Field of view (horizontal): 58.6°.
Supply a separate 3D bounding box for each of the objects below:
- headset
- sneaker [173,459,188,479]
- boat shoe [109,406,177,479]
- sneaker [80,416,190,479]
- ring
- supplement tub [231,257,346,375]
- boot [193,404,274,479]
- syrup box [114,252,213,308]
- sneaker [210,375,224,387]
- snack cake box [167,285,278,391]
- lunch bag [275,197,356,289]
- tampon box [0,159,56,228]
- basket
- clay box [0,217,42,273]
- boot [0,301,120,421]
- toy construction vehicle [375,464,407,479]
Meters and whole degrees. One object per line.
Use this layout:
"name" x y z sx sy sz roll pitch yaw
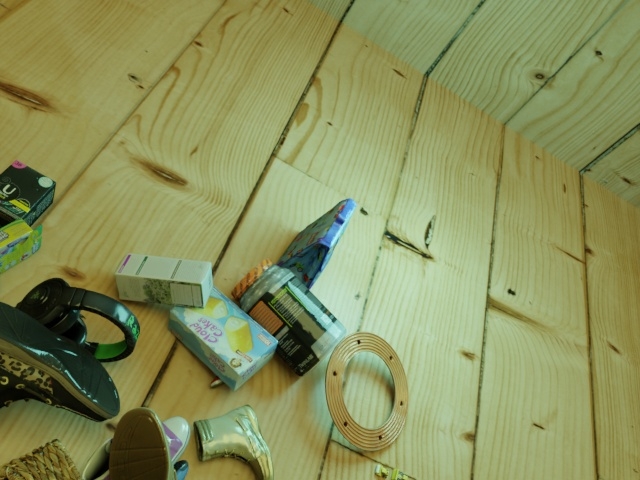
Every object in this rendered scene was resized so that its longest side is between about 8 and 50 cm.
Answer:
"headset" -0.621 0.171 1.341 0.393 0.244 0.185 8 47 -5
"sneaker" -0.367 0.601 1.300 0.082 0.069 0.209 57 43 -13
"boat shoe" -0.363 0.517 1.200 0.121 0.110 0.342 -6 89 -4
"sneaker" -0.407 0.474 1.282 0.102 0.161 0.282 29 42 24
"ring" 0.136 0.436 1.666 0.336 0.032 0.337 15 65 -36
"supplement tub" -0.095 0.214 1.631 0.316 0.193 0.193 46 48 5
"boot" -0.218 0.530 1.420 0.165 0.077 0.213 -7 58 -34
"syrup box" -0.415 0.107 1.519 0.236 0.093 0.096 6 37 4
"sneaker" -0.261 0.349 1.542 0.118 0.042 0.067 -21 75 -46
"snack cake box" -0.265 0.256 1.533 0.264 0.089 0.152 37 45 18
"lunch bag" 0.000 0.000 1.766 0.138 0.293 0.221 37 48 -2
"tampon box" -0.802 -0.108 1.506 0.120 0.101 0.161 31 48 -9
"basket" -0.557 0.576 1.099 0.223 0.213 0.299 -21 70 -39
"clay box" -0.793 0.032 1.398 0.053 0.127 0.222 43 47 4
"boot" -0.651 0.324 1.209 0.377 0.284 0.138 49 7 -35
"toy construction vehicle" 0.196 0.672 1.587 0.098 0.035 0.086 32 48 -7
